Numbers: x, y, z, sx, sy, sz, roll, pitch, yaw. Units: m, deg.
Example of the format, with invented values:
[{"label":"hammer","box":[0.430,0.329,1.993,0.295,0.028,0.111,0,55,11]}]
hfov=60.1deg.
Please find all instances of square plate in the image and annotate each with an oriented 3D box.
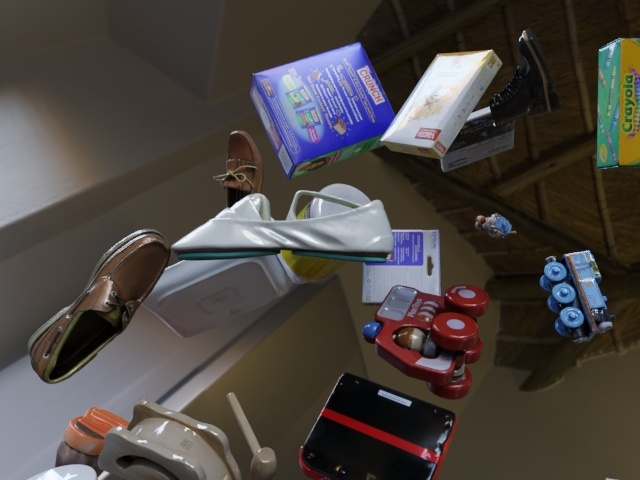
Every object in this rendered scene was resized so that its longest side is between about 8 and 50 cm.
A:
[{"label":"square plate","box":[-0.253,0.130,1.384,0.344,0.347,0.049,71,-6,-60]}]

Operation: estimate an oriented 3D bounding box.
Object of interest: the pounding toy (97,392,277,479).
[{"label":"pounding toy","box":[-0.189,0.334,0.857,0.270,0.155,0.154,15,-60,18]}]

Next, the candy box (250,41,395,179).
[{"label":"candy box","box":[0.011,-0.346,1.472,0.268,0.317,0.122,66,-16,7]}]

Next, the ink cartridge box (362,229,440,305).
[{"label":"ink cartridge box","box":[0.219,0.074,1.497,0.208,0.206,0.045,0,-16,12]}]

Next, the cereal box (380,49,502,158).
[{"label":"cereal box","box":[0.249,-0.287,1.161,0.047,0.240,0.173,37,-7,-33]}]

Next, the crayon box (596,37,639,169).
[{"label":"crayon box","box":[0.716,-0.298,1.232,0.081,0.165,0.278,-163,-107,-83]}]

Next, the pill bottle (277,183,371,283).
[{"label":"pill bottle","box":[0.000,0.000,1.500,0.188,0.188,0.334,51,-35,2]}]

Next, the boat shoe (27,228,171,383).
[{"label":"boat shoe","box":[-0.363,0.117,0.955,0.111,0.307,0.104,45,-11,-36]}]

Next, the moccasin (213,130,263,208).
[{"label":"moccasin","box":[-0.294,-0.203,1.996,0.139,0.147,0.380,14,-71,24]}]

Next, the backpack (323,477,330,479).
[{"label":"backpack","box":[-0.038,0.640,1.077,0.213,0.263,0.276,52,-31,29]}]

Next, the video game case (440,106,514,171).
[{"label":"video game case","box":[0.389,-0.258,1.378,0.173,0.190,0.022,62,11,-57]}]

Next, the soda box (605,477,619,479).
[{"label":"soda box","box":[0.603,0.471,0.934,0.216,0.074,0.069,0,-57,25]}]

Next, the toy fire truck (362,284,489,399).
[{"label":"toy fire truck","box":[0.238,0.211,1.272,0.254,0.302,0.169,10,-61,23]}]

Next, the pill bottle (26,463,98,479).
[{"label":"pill bottle","box":[-0.356,0.471,0.786,0.153,0.153,0.264,1,-75,41]}]

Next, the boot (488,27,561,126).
[{"label":"boot","box":[0.385,-0.309,1.098,0.137,0.076,0.198,-16,-45,27]}]

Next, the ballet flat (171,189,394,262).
[{"label":"ballet flat","box":[-0.068,-0.025,1.006,0.400,0.139,0.139,0,-58,6]}]

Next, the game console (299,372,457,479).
[{"label":"game console","box":[0.163,0.583,1.604,0.387,0.342,0.060,16,-43,24]}]

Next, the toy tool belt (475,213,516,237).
[{"label":"toy tool belt","box":[0.373,-0.032,1.170,0.051,0.083,0.052,18,-92,57]}]

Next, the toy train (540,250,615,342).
[{"label":"toy train","box":[0.508,0.110,1.095,0.105,0.184,0.080,-11,-30,6]}]

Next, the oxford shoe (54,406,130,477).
[{"label":"oxford shoe","box":[-0.533,0.483,1.300,0.130,0.132,0.363,26,-12,5]}]
